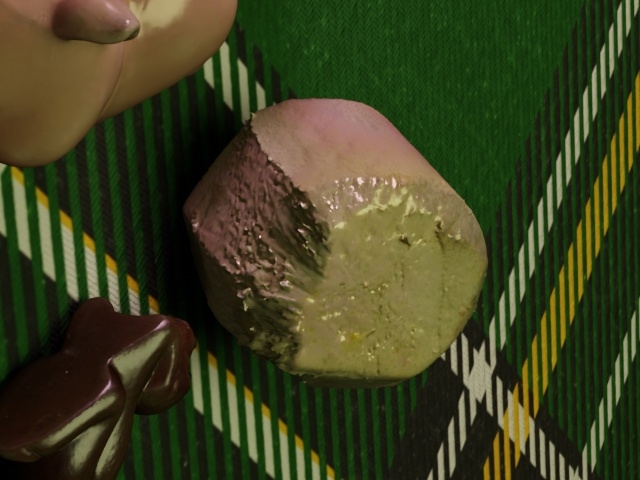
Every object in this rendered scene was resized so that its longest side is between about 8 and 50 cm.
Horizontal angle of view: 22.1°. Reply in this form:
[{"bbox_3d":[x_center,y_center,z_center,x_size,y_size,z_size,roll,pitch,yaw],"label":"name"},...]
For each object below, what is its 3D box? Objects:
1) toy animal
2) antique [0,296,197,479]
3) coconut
[{"bbox_3d":[-0.218,-0.193,1.455,0.326,0.237,0.269,-39,158,-20],"label":"toy animal"},{"bbox_3d":[-0.223,0.168,1.661,0.257,0.121,0.143,-52,140,-35],"label":"antique"},{"bbox_3d":[0.000,0.000,1.788,0.297,0.309,0.297,-12,119,-22],"label":"coconut"}]
